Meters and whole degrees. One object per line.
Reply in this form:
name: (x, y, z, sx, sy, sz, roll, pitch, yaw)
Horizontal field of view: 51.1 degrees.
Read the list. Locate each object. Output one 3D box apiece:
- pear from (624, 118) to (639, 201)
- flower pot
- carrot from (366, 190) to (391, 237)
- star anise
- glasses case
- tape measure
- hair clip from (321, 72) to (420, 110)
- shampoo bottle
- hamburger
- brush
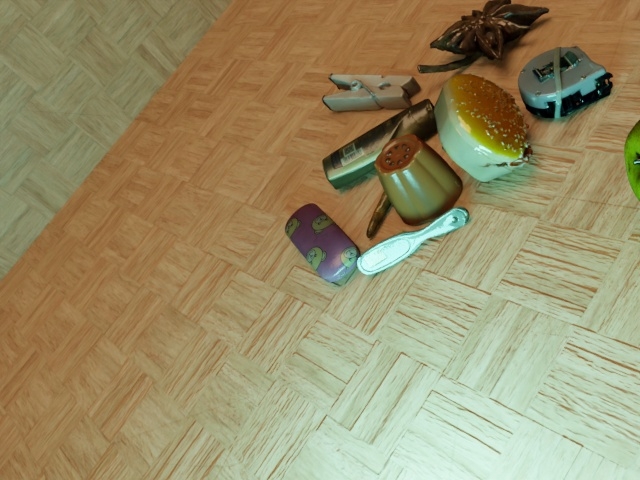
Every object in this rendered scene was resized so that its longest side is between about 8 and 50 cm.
pear: (0.678, -0.137, 1.151, 0.294, 0.294, 0.294, -24, 43, 24)
flower pot: (0.231, -0.160, 1.646, 0.190, 0.173, 0.191, -22, 44, 23)
carrot: (0.156, -0.075, 1.745, 0.035, 0.035, 0.165, 11, 65, 46)
star anise: (0.452, -0.573, 1.875, 0.349, 0.109, 0.292, -47, 30, -20)
glasses case: (0.000, 0.000, 1.780, 0.123, 0.076, 0.316, -44, 38, 1)
tape measure: (0.568, -0.379, 1.598, 0.180, 0.107, 0.182, -30, 43, 7)
hair clip: (0.147, -0.456, 2.054, 0.330, 0.085, 0.101, 11, 66, 45)
shampoo bottle: (0.170, -0.269, 1.866, 0.350, 0.084, 0.126, -30, 43, 17)
hamburger: (0.382, -0.278, 1.581, 0.151, 0.227, 0.295, -43, 35, 41)
brush: (0.220, -0.007, 1.616, 0.296, 0.068, 0.060, -27, 20, 15)
